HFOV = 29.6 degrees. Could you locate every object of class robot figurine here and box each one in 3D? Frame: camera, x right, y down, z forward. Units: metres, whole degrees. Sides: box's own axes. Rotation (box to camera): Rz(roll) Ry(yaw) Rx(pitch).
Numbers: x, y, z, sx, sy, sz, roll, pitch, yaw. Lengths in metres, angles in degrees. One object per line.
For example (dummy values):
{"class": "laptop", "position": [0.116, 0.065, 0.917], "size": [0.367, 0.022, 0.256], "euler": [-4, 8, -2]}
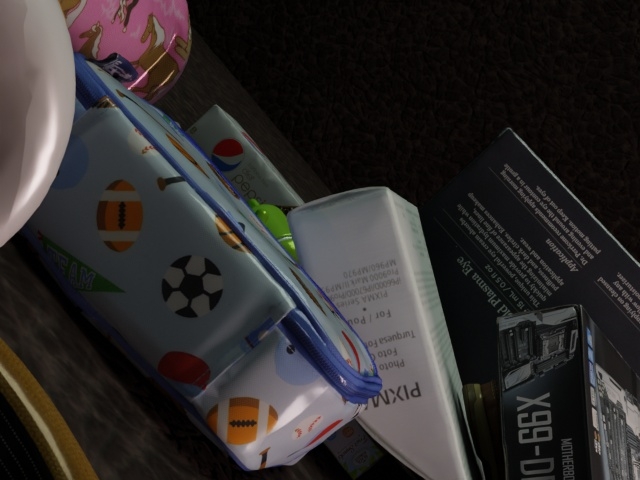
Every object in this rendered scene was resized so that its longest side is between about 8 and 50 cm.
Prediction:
{"class": "robot figurine", "position": [-0.055, 0.007, 1.323], "size": [0.115, 0.067, 0.101], "euler": [53, 5, 38]}

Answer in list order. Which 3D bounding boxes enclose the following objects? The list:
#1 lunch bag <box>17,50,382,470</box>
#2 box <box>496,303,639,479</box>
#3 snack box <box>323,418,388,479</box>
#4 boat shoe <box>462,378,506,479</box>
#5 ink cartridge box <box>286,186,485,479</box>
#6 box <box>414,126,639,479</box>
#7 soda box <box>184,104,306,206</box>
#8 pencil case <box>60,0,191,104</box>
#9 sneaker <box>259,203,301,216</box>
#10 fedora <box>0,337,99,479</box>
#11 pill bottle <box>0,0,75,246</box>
{"class": "lunch bag", "position": [-0.088, 0.012, 0.812], "size": [0.303, 0.115, 0.243], "euler": [50, 4, 12]}
{"class": "box", "position": [0.225, 0.239, 1.010], "size": [0.242, 0.076, 0.308], "euler": [41, 44, -53]}
{"class": "snack box", "position": [0.020, 0.151, 1.045], "size": [0.100, 0.037, 0.141], "euler": [49, 5, 11]}
{"class": "boat shoe", "position": [0.175, 0.203, 1.081], "size": [0.064, 0.060, 0.178], "euler": [-87, 161, -67]}
{"class": "ink cartridge box", "position": [0.080, 0.153, 1.053], "size": [0.308, 0.091, 0.385], "euler": [11, 66, -82]}
{"class": "box", "position": [0.206, 0.118, 1.299], "size": [0.343, 0.312, 0.179], "euler": [50, 5, 16]}
{"class": "soda box", "position": [-0.094, -0.083, 1.647], "size": [0.216, 0.069, 0.074], "euler": [50, 5, 24]}
{"class": "pencil case", "position": [-0.223, -0.199, 0.847], "size": [0.167, 0.160, 0.386], "euler": [7, -9, 15]}
{"class": "sneaker", "position": [0.000, 0.000, 1.425], "size": [0.192, 0.064, 0.086], "euler": [7, -18, 11]}
{"class": "fedora", "position": [-0.117, 0.076, 0.275], "size": [0.194, 0.079, 0.194], "euler": [50, 10, -12]}
{"class": "pill bottle", "position": [-0.196, -0.104, 0.501], "size": [0.162, 0.162, 0.278], "euler": [45, 6, -32]}
